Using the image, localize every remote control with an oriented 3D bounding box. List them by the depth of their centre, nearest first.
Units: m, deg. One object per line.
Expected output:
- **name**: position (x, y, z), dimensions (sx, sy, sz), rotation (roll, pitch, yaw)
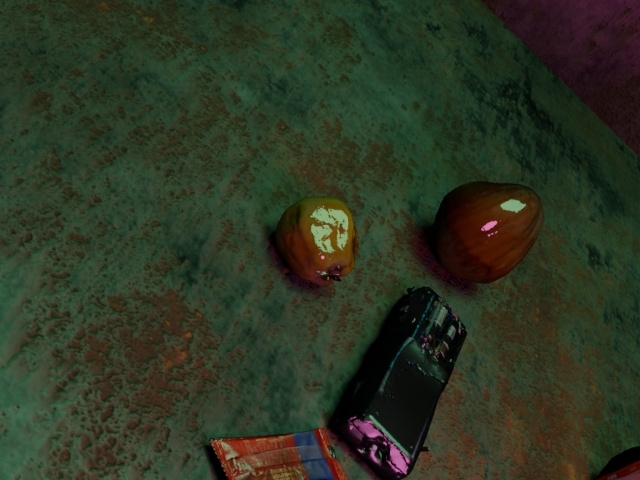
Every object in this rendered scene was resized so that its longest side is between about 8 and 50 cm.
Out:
- **remote control**: position (0.135, 0.193, 1.384), dimensions (0.144, 0.062, 0.399), rotation (45, 32, -5)

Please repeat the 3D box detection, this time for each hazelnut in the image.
- **hazelnut**: position (0.300, -0.016, 1.689), dimensions (0.210, 0.210, 0.186), rotation (17, 81, -39)

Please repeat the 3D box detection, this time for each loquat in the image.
- **loquat**: position (0.000, 0.000, 1.394), dimensions (0.137, 0.113, 0.137), rotation (34, 43, -39)

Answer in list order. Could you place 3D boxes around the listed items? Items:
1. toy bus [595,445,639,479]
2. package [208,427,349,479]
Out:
- **toy bus**: position (0.602, 0.455, 1.593), dimensions (0.302, 0.127, 0.147), rotation (29, 41, -30)
- **package**: position (-0.045, 0.267, 1.126), dimensions (0.200, 0.022, 0.083), rotation (8, 50, -47)
